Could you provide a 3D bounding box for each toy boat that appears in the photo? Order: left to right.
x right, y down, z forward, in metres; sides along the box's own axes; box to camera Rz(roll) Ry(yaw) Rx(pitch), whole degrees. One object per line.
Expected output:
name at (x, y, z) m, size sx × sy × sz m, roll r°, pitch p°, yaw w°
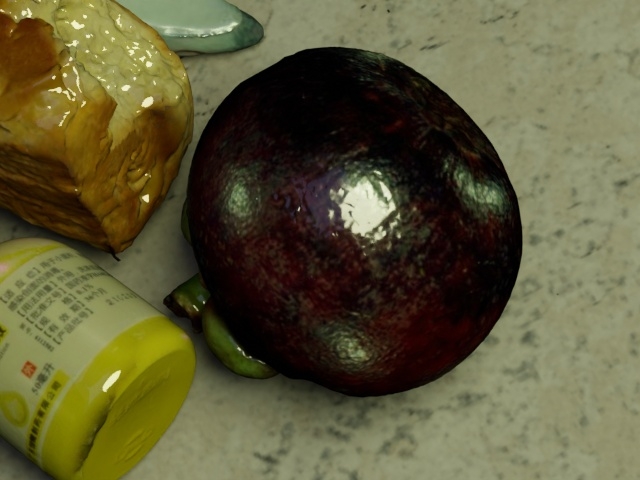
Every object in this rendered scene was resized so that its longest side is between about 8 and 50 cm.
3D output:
toy boat at (-0.133, -0.193, 1.105) m, size 0.208 × 0.079 × 0.134 m, roll 9°, pitch 78°, yaw 2°

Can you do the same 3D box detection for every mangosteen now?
mangosteen at (0.011, 0.000, 0.943) m, size 0.216 × 0.216 × 0.216 m, roll -3°, pitch 73°, yaw 9°

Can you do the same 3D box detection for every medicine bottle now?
medicine bottle at (-0.193, 0.053, 1.003) m, size 0.212 × 0.122 × 0.122 m, roll 34°, pitch 82°, yaw 19°

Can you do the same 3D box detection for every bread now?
bread at (-0.247, -0.121, 1.023) m, size 0.344 × 0.195 × 0.149 m, roll 19°, pitch 69°, yaw 18°
